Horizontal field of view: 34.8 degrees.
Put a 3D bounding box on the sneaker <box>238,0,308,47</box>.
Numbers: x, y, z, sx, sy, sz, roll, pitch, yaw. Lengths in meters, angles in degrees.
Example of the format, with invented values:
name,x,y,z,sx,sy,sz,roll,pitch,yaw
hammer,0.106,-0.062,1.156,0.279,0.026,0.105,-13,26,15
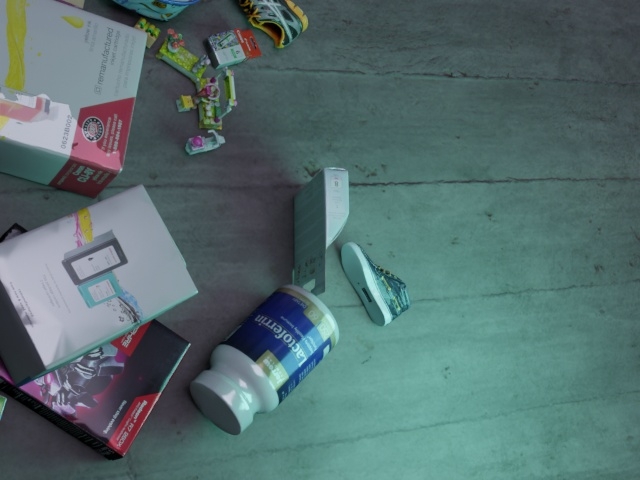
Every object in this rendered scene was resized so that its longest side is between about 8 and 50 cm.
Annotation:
name,x,y,z,sx,sy,sz,roll,pitch,yaw
sneaker,-0.123,-0.475,2.049,0.215,0.084,0.083,38,67,-16

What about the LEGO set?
name,x,y,z,sx,sy,sz,roll,pitch,yaw
LEGO set,-0.239,-0.313,1.924,0.132,0.107,0.287,-25,90,-31

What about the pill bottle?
name,x,y,z,sx,sy,sz,roll,pitch,yaw
pill bottle,-0.101,0.213,1.830,0.153,0.153,0.265,50,60,-8

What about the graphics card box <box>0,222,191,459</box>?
name,x,y,z,sx,sy,sz,roll,pitch,yaw
graphics card box,-0.427,0.171,1.699,0.371,0.094,0.232,37,62,-14

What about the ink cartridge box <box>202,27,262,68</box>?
name,x,y,z,sx,sy,sz,roll,pitch,yaw
ink cartridge box,-0.169,-0.385,2.027,0.115,0.029,0.063,-22,87,-31

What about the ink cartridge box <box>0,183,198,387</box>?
name,x,y,z,sx,sy,sz,roll,pitch,yaw
ink cartridge box,-0.373,0.070,1.586,0.270,0.198,0.197,-27,89,-33

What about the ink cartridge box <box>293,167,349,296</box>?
name,x,y,z,sx,sy,sz,roll,pitch,yaw
ink cartridge box,0.000,0.000,1.922,0.066,0.189,0.232,1,76,-20

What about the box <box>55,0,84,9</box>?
name,x,y,z,sx,sy,sz,roll,pitch,yaw
box,-0.515,-0.541,1.791,0.214,0.117,0.243,16,77,-37

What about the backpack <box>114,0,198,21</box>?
name,x,y,z,sx,sy,sz,roll,pitch,yaw
backpack,-0.301,-0.557,1.910,0.277,0.213,0.263,15,81,-28

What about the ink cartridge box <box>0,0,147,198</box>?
name,x,y,z,sx,sy,sz,roll,pitch,yaw
ink cartridge box,-0.518,-0.267,1.728,0.385,0.160,0.279,16,70,-24

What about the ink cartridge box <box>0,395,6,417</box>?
name,x,y,z,sx,sy,sz,roll,pitch,yaw
ink cartridge box,-0.553,0.340,1.574,0.062,0.109,0.209,20,68,-22

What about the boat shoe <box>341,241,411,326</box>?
name,x,y,z,sx,sy,sz,roll,pitch,yaw
boat shoe,0.111,0.075,2.040,0.083,0.065,0.183,-30,97,-34
